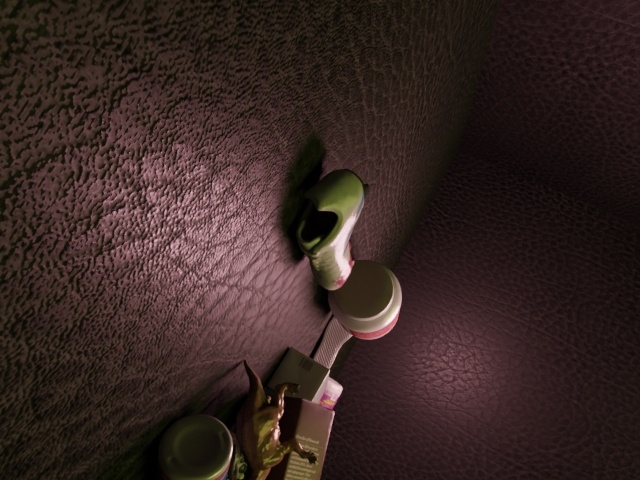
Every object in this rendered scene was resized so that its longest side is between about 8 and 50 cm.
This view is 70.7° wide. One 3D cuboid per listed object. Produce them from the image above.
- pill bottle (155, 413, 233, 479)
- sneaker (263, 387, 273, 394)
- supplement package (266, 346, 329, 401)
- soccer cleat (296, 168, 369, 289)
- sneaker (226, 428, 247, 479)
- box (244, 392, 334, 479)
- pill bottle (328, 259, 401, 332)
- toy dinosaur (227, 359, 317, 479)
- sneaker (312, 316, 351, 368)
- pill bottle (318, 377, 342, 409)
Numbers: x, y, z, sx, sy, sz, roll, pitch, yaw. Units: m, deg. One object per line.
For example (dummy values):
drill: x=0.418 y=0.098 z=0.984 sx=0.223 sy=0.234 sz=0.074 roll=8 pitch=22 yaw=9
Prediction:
pill bottle: x=-0.233 y=0.428 z=0.814 sx=0.124 sy=0.124 sz=0.221 roll=-42 pitch=155 yaw=-53
sneaker: x=-0.172 y=0.529 z=1.260 sx=0.232 sy=0.091 sz=0.081 roll=-65 pitch=165 yaw=10
supplement package: x=-0.065 y=0.448 z=1.383 sx=0.133 sy=0.139 sz=0.244 roll=-56 pitch=165 yaw=-26
soccer cleat: x=0.000 y=0.000 z=0.918 sx=0.143 sy=0.116 sz=0.331 roll=-32 pitch=148 yaw=-33
sneaker: x=-0.239 y=0.545 z=1.001 sx=0.107 sy=0.118 sz=0.278 roll=12 pitch=97 yaw=-49
box: x=-0.114 y=0.578 z=1.087 sx=0.143 sy=0.191 sz=0.381 roll=39 pitch=55 yaw=-37
pill bottle: x=0.147 y=0.194 z=1.472 sx=0.228 sy=0.229 sz=0.407 roll=-60 pitch=165 yaw=-11
toy dinosaur: x=-0.130 y=0.400 z=0.913 sx=0.200 sy=0.127 sz=0.295 roll=-8 pitch=86 yaw=-53
sneaker: x=0.059 y=0.381 z=1.792 sx=0.282 sy=0.102 sz=0.161 roll=-55 pitch=172 yaw=-2
pill bottle: x=-0.057 y=0.645 z=1.692 sx=0.301 sy=0.169 sz=0.169 roll=-61 pitch=165 yaw=-10
